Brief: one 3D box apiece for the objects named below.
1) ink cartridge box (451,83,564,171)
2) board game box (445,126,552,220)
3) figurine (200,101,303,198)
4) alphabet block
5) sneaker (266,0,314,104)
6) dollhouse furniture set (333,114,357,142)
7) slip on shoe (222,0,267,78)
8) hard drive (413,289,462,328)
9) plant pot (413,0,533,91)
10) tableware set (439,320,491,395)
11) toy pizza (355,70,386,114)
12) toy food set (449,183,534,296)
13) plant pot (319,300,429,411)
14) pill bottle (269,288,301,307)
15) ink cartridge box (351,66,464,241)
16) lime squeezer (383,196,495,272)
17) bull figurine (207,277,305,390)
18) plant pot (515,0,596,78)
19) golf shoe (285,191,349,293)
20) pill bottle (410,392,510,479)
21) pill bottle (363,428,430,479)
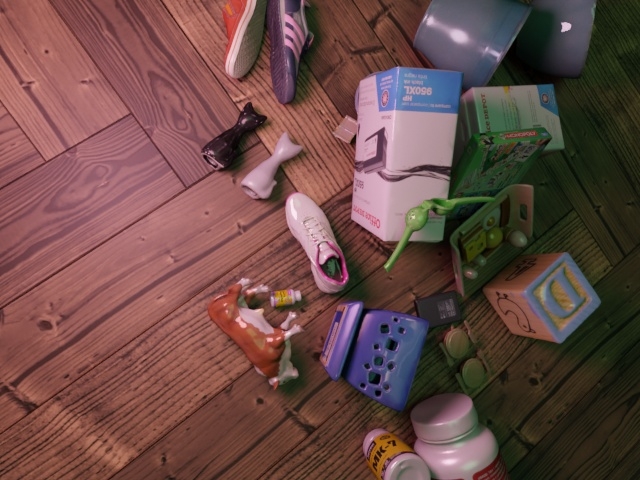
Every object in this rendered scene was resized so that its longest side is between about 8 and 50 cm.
[{"bbox_3d":[0.533,-0.332,1.257,0.270,0.197,0.198,-7,87,-14],"label":"ink cartridge box"},{"bbox_3d":[0.468,-0.176,1.180,0.214,0.317,0.046,-8,58,-13],"label":"board game box"},{"bbox_3d":[-0.180,-0.249,1.156,0.215,0.092,0.209,38,75,-8],"label":"figurine"},{"bbox_3d":[0.649,0.163,1.243,0.193,0.197,0.192,-36,93,-13],"label":"alphabet block"},{"bbox_3d":[-0.072,-0.547,1.192,0.131,0.112,0.319,-4,94,-30],"label":"sneaker"},{"bbox_3d":[0.119,-0.305,1.254,0.152,0.058,0.076,34,86,12],"label":"dollhouse furniture set"},{"bbox_3d":[-0.223,-0.610,1.168,0.101,0.123,0.331,7,83,10],"label":"slip on shoe"},{"bbox_3d":[0.355,0.211,1.263,0.135,0.022,0.094,-12,88,-13],"label":"hard drive"},{"bbox_3d":[0.429,-0.610,1.238,0.255,0.271,0.271,31,79,7],"label":"plant pot"},{"bbox_3d":[0.427,0.354,1.261,0.128,0.039,0.194,-32,98,-25],"label":"tableware set"},{"bbox_3d":[0.200,-0.415,1.277,0.201,0.032,0.201,1,86,-12],"label":"toy pizza"},{"bbox_3d":[0.504,0.004,1.216,0.306,0.092,0.219,-39,135,-13],"label":"toy food set"},{"bbox_3d":[0.126,0.283,1.107,0.212,0.236,0.236,21,81,-3],"label":"plant pot"},{"bbox_3d":[-0.097,0.159,1.158,0.083,0.043,0.043,-7,87,-13],"label":"pill bottle"},{"bbox_3d":[0.203,-0.216,1.077,0.166,0.285,0.394,-1,104,-12],"label":"ink cartridge box"},{"bbox_3d":[0.264,-0.047,0.956,0.310,0.059,0.110,-33,109,-2],"label":"lime squeezer"},{"bbox_3d":[-0.153,0.241,1.094,0.310,0.101,0.188,42,98,-2],"label":"bull figurine"},{"bbox_3d":[0.728,-0.659,1.313,0.195,0.290,0.290,8,82,25],"label":"plant pot"},{"bbox_3d":[0.000,0.000,1.145,0.115,0.140,0.306,-27,90,-12],"label":"golf shoe"},{"bbox_3d":[0.390,0.645,1.130,0.229,0.229,0.407,-19,90,-13],"label":"pill bottle"},{"bbox_3d":[0.191,0.583,1.101,0.119,0.208,0.119,1,85,-13],"label":"pill bottle"}]
